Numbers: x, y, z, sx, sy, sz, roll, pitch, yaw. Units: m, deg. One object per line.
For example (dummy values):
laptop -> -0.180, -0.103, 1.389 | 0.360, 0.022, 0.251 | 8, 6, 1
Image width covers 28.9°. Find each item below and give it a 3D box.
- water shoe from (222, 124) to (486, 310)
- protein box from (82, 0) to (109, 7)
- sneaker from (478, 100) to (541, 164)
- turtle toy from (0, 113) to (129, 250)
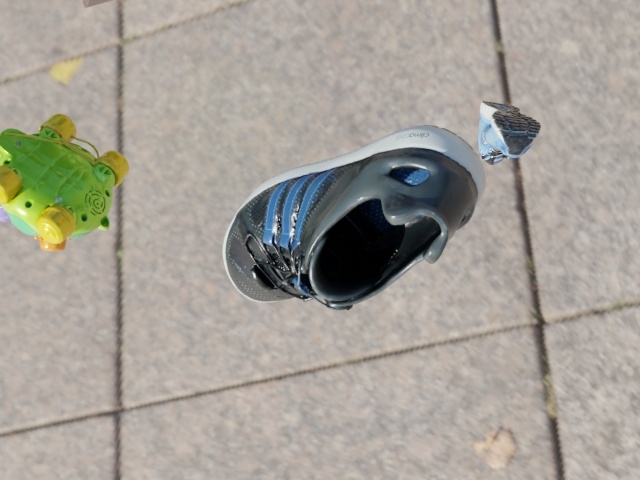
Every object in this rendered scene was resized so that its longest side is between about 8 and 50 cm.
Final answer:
water shoe -> 0.000, 0.000, 0.688 | 0.203, 0.073, 0.080 | -30, 22, 45
protein box -> -0.200, -0.399, 1.420 | 0.201, 0.136, 0.200 | -19, 93, -14
sneaker -> 0.234, -0.126, 1.571 | 0.063, 0.162, 0.073 | 10, 107, -4
turtle toy -> -0.211, -0.043, 0.923 | 0.130, 0.066, 0.095 | 35, 49, 3
